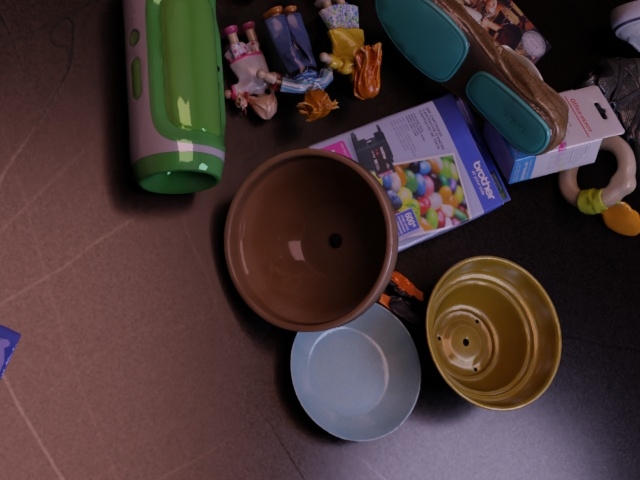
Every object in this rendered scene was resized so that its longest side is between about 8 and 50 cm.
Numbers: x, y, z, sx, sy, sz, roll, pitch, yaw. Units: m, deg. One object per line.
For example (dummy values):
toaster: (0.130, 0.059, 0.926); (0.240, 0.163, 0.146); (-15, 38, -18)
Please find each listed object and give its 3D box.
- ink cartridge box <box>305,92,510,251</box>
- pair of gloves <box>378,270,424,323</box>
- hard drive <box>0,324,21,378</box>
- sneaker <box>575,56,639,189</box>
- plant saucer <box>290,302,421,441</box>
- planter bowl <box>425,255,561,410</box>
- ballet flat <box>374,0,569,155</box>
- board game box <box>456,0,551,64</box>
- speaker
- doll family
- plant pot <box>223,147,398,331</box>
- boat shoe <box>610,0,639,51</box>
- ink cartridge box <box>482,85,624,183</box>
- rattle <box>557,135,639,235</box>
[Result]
ink cartridge box: (0.135, -0.093, 1.748); (0.311, 0.065, 0.186); (-23, 86, -30)
pair of gloves: (0.114, 0.078, 1.695); (0.074, 0.010, 0.083); (33, 36, -15)
hard drive: (-0.532, 0.135, 1.383); (0.318, 0.040, 0.210); (27, 66, -16)
sneaker: (0.464, -0.187, 1.913); (0.130, 0.087, 0.228); (3, 71, -22)
plant saucer: (0.042, 0.175, 1.639); (0.194, 0.037, 0.195); (7, 72, -24)
planter bowl: (0.222, 0.136, 1.703); (0.217, 0.090, 0.217); (7, 74, -23)
ballet flat: (0.229, -0.265, 1.759); (0.342, 0.116, 0.124); (41, 45, 6)
board game box: (0.223, -0.335, 1.865); (0.243, 0.042, 0.165); (47, 62, -6)
speaker: (-0.193, -0.217, 1.594); (0.131, 0.131, 0.297); (2, 75, -24)
doll family: (-0.005, -0.251, 1.692); (0.262, 0.118, 0.163); (-18, 84, -28)
plant pot: (0.000, 0.000, 1.602); (0.109, 0.237, 0.237); (0, 70, -68)
boat shoe: (0.628, -0.288, 2.001); (0.367, 0.136, 0.157); (9, 75, -33)
ink cartridge box: (0.348, -0.160, 1.819); (0.181, 0.062, 0.104); (-14, 57, -12)
rattle: (0.440, -0.123, 1.893); (0.142, 0.130, 0.200); (12, 44, -33)
